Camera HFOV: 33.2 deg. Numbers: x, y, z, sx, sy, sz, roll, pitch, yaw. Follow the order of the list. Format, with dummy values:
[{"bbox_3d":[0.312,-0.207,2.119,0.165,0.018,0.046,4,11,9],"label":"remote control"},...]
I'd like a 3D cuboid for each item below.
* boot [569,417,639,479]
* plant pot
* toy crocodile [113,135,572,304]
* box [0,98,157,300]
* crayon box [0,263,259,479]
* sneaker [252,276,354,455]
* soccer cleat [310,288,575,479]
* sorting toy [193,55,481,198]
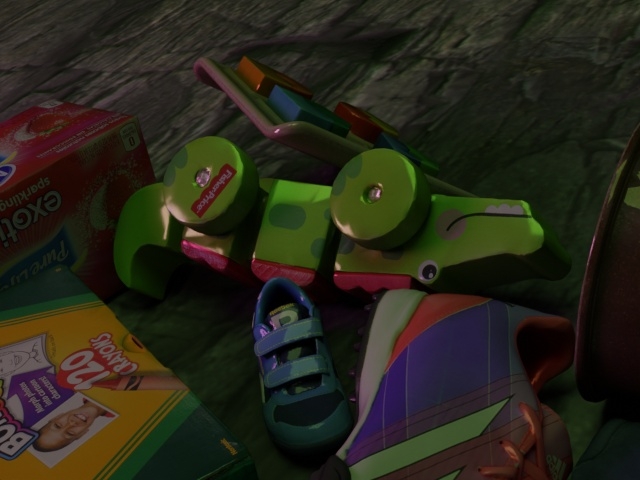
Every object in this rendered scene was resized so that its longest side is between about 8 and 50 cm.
[{"bbox_3d":[0.148,0.147,0.482,0.086,0.069,0.190,-3,22,32],"label":"boot"},{"bbox_3d":[0.239,0.026,0.557,0.165,0.167,0.167,14,39,28],"label":"plant pot"},{"bbox_3d":[0.000,0.000,0.743,0.341,0.115,0.105,6,76,27],"label":"toy crocodile"},{"bbox_3d":[-0.251,0.005,0.814,0.123,0.128,0.257,17,41,42],"label":"box"},{"bbox_3d":[-0.165,0.125,0.620,0.165,0.081,0.278,-27,32,-23],"label":"crayon box"},{"bbox_3d":[-0.017,0.076,0.666,0.053,0.059,0.144,-14,31,-6],"label":"sneaker"},{"bbox_3d":[0.063,0.125,0.510,0.116,0.108,0.318,-1,29,13],"label":"soccer cleat"},{"bbox_3d":[0.014,-0.087,0.844,0.193,0.038,0.208,20,11,-30],"label":"sorting toy"}]
